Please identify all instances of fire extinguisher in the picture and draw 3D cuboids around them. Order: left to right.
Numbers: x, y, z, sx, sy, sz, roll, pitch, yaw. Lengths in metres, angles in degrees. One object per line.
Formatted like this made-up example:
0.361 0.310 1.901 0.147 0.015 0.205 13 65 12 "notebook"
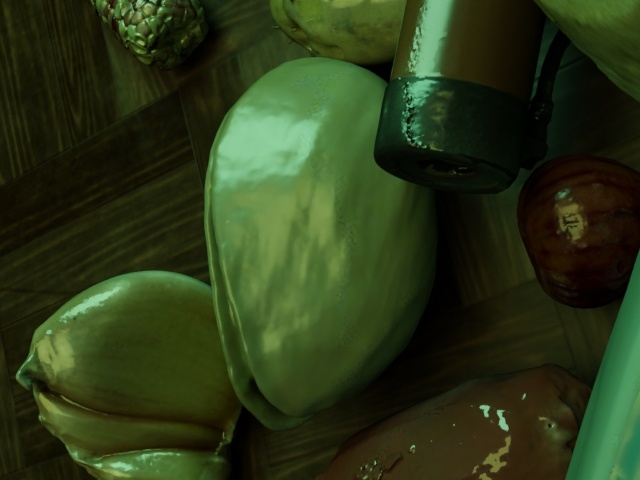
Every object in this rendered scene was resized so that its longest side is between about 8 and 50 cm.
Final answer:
0.152 -0.222 0.920 0.113 0.200 0.376 2 78 44 "fire extinguisher"

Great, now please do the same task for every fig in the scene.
0.223 -0.008 0.915 0.128 0.150 0.128 -3 87 62 "fig"

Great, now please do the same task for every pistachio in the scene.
0.000 0.000 0.989 0.208 0.226 0.331 -11 69 53 "pistachio"

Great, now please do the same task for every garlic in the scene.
-0.174 0.135 1.123 0.110 0.228 0.217 172 120 -76 "garlic"

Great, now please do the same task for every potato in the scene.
0.058 -0.233 1.028 0.235 0.128 0.161 9 90 25 "potato"

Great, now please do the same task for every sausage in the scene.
0.115 0.197 0.934 0.280 0.152 0.152 -28 70 30 "sausage"

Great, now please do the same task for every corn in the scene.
-0.225 -0.294 1.243 0.098 0.098 0.290 -53 57 17 "corn"

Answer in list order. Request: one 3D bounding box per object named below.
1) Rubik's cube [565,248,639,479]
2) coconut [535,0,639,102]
0.313 0.179 0.641 0.352 0.347 0.351 14 92 12 "Rubik's cube"
0.312 -0.271 0.734 0.344 0.415 0.415 124 130 -62 "coconut"
